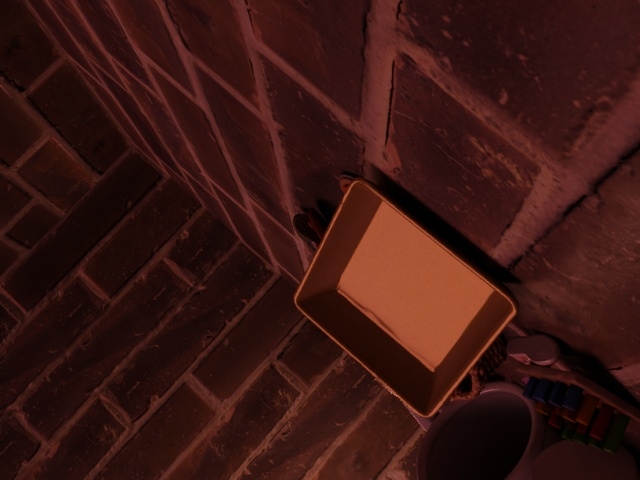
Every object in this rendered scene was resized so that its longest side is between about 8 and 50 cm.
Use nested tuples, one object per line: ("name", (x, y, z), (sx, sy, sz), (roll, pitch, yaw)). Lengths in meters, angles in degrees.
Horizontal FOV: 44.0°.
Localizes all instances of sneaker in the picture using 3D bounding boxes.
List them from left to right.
("sneaker", (0.000, 0.000, 2.024), (0.192, 0.064, 0.086), (46, 178, -17))
("sneaker", (0.377, 0.194, 1.334), (0.070, 0.051, 0.134), (31, 168, -15))

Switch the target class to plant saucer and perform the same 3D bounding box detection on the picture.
("plant saucer", (0.143, 0.092, 1.348), (0.333, 0.081, 0.332), (40, 132, 15))

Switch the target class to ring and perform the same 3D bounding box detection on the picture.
("ring", (0.063, 0.070, 1.801), (0.336, 0.032, 0.336), (54, -174, -8))

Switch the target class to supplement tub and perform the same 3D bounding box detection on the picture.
("supplement tub", (0.548, 0.579, 1.561), (0.235, 0.235, 0.325), (24, 136, 64))

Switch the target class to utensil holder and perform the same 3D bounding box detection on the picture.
("utensil holder", (0.467, 0.570, 1.829), (0.385, 0.327, 0.327), (45, 171, -21))

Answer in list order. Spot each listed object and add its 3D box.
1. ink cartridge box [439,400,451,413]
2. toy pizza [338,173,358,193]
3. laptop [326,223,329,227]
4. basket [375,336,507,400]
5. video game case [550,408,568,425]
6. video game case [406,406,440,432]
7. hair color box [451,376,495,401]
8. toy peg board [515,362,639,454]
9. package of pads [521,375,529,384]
("ink cartridge box", (0.500, 0.547, 2.200), (0.306, 0.131, 0.226), (34, 168, 41))
("toy pizza", (0.103, -0.043, 1.438), (0.201, 0.032, 0.201), (41, 171, 8))
("laptop", (0.115, 0.112, 1.776), (0.264, 0.136, 0.234), (24, 160, 48))
("basket", (0.212, 0.213, 1.568), (0.213, 0.223, 0.299), (33, 166, 48))
("video game case", (0.556, 0.411, 1.696), (0.122, 0.011, 0.087), (44, 170, -9))
("video game case", (0.310, 0.458, 2.348), (0.329, 0.036, 0.300), (52, -161, -18))
("hair color box", (0.294, 0.313, 2.069), (0.185, 0.110, 0.339), (47, 168, -22))
("toy peg board", (0.413, 0.277, 1.290), (0.161, 0.079, 0.161), (30, 167, -16))
("package of pads", (0.424, 0.272, 1.540), (0.050, 0.032, 0.083), (42, 171, 15))
